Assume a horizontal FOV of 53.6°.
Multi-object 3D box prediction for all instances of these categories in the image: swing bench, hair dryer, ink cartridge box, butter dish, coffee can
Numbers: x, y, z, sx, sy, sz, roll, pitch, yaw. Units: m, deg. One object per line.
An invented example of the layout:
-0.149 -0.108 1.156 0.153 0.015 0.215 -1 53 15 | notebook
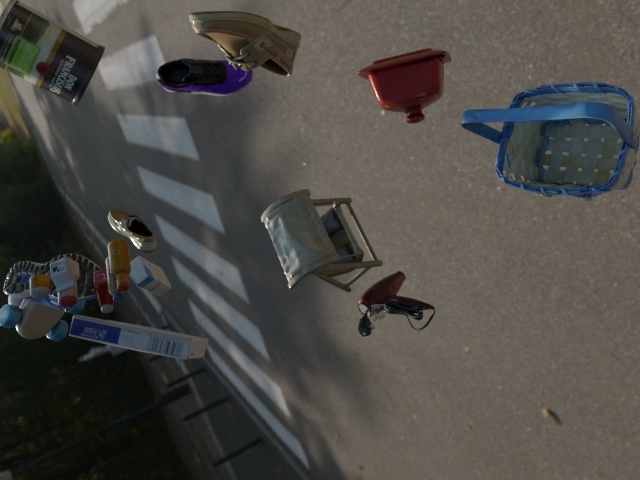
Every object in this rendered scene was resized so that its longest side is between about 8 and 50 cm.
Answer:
0.000 0.000 1.808 0.165 0.255 0.253 -44 55 30 | swing bench
0.221 0.188 1.872 0.293 0.224 0.080 -83 -16 -58 | hair dryer
-0.530 0.112 1.967 0.088 0.052 0.122 55 -174 31 | ink cartridge box
0.160 -0.268 1.130 0.160 0.160 0.118 -36 -65 -73 | butter dish
-0.500 0.281 1.815 0.330 0.324 0.071 93 -172 -79 | ink cartridge box
-0.813 -0.554 1.876 0.275 0.201 0.201 26 177 -26 | coffee can

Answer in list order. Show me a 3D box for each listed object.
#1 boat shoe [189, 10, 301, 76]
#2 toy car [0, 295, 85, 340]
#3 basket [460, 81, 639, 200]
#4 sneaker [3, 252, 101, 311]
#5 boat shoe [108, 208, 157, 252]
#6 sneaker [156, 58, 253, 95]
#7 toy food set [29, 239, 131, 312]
-0.156 -0.435 1.414 0.122 0.341 0.110 12 101 33 | boat shoe
-0.962 0.192 2.125 0.238 0.210 0.219 33 180 40 | toy car
0.421 -0.179 1.102 0.255 0.289 0.201 10 84 46 | basket
-0.695 0.119 1.730 0.147 0.330 0.129 43 -128 -55 | sneaker
-0.386 -0.030 1.309 0.135 0.050 0.045 35 133 19 | boat shoe
-0.354 -0.498 1.912 0.146 0.293 0.102 -8 -86 -89 | sneaker
-0.477 0.096 1.294 0.111 0.232 0.104 55 -164 -61 | toy food set
